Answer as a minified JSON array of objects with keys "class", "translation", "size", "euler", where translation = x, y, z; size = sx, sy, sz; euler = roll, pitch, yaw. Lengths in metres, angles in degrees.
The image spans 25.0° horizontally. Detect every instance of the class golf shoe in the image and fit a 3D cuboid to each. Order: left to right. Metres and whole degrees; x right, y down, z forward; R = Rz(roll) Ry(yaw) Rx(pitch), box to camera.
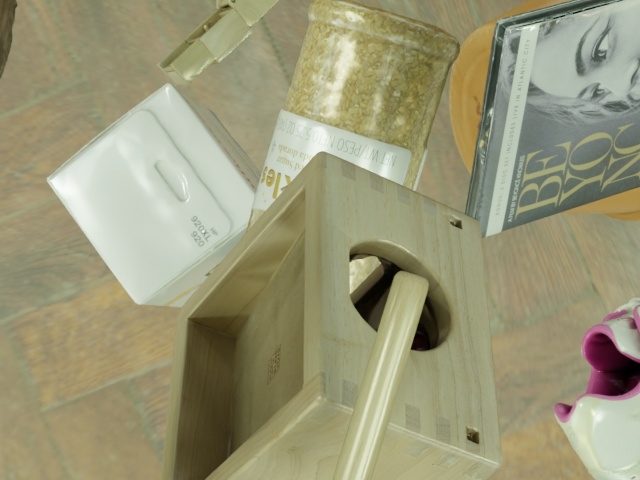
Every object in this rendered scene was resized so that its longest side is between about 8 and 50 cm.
[{"class":"golf shoe","translation":[0.291,0.075,1.132],"size":[0.140,0.115,0.306],"euler":[39,57,-5]}]

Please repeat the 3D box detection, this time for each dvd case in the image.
[{"class":"dvd case","translation":[0.197,-0.093,0.921],"size":[0.221,0.018,0.164],"euler":[-17,136,-21]}]

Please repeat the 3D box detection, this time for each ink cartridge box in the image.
[{"class":"ink cartridge box","translation":[-0.153,-0.041,1.561],"size":[0.168,0.233,0.171],"euler":[-38,83,4]}]

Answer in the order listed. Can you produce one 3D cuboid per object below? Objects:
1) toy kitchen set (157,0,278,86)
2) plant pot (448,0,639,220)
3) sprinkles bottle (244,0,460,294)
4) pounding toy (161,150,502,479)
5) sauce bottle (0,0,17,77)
[{"class":"toy kitchen set","translation":[-0.082,-0.148,0.886],"size":[0.083,0.068,0.075],"euler":[-45,106,-12]},{"class":"plant pot","translation":[0.275,-0.146,1.531],"size":[0.203,0.291,0.291],"euler":[-16,92,-28]},{"class":"sprinkles bottle","translation":[0.000,0.000,1.102],"size":[0.121,0.121,0.355],"euler":[17,95,7]},{"class":"pounding toy","translation":[0.019,0.074,0.554],"size":[0.094,0.206,0.181],"euler":[23,133,-23]},{"class":"sauce bottle","translation":[-0.157,-0.032,0.378],"size":[0.111,0.111,0.344],"euler":[46,107,3]}]
